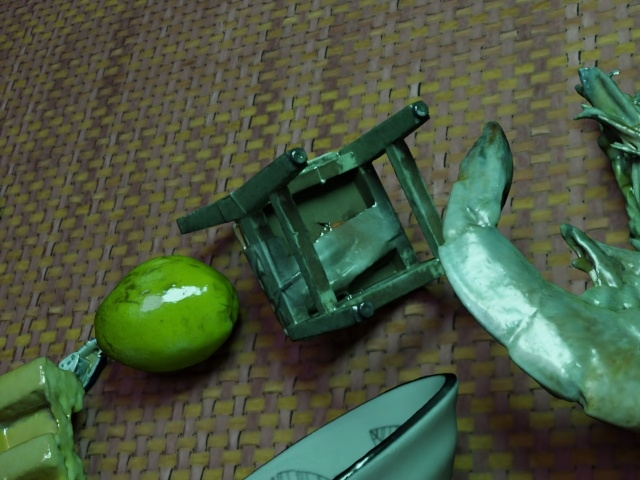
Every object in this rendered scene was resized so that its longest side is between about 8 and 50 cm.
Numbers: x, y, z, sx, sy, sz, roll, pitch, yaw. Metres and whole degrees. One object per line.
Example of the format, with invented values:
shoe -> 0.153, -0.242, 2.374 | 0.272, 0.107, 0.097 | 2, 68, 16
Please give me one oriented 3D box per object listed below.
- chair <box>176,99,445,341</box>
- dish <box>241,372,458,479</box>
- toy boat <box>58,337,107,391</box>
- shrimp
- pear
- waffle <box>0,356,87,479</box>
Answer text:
chair -> 0.000, 0.000, 0.896 | 0.136, 0.147, 0.270 | -24, 0, -28
dish -> -0.017, 0.215, 0.716 | 0.316, 0.316, 0.106 | -33, 86, 4
toy boat -> -0.232, 0.123, 1.002 | 0.038, 0.038, 0.083 | 28, 74, 38
shrimp -> 0.206, -0.015, 0.786 | 0.247, 0.085, 0.360 | 8, 49, -5
pear -> -0.138, 0.065, 0.947 | 0.131, 0.107, 0.107 | -8, 54, 15
waffle -> -0.327, 0.300, 0.891 | 0.304, 0.077, 0.348 | -25, 53, 13
